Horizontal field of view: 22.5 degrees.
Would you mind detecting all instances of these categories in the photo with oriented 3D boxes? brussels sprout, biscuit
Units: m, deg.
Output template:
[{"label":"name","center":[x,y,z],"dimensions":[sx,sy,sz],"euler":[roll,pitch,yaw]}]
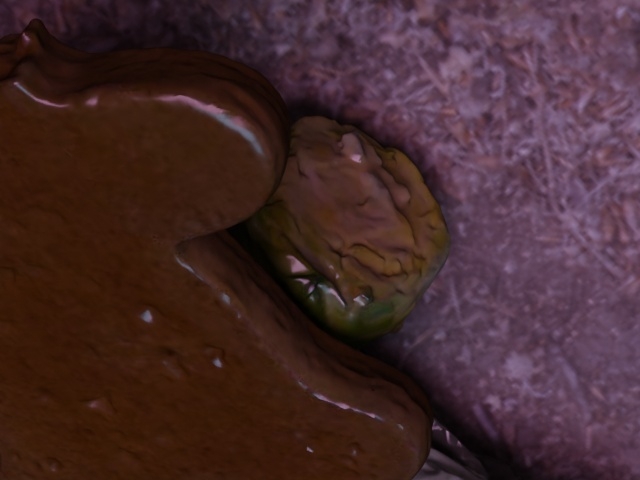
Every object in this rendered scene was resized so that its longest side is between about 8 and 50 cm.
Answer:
[{"label":"brussels sprout","center":[-0.003,0.004,1.061],"dimensions":[0.149,0.151,0.122],"euler":[25,145,-18]},{"label":"biscuit","center":[-0.124,0.035,0.973],"dimensions":[0.368,0.076,0.394],"euler":[-15,129,29]}]

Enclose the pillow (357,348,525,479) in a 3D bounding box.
[{"label":"pillow","center":[0.040,0.258,1.124],"dimensions":[0.283,0.138,0.310],"euler":[31,99,11]}]
